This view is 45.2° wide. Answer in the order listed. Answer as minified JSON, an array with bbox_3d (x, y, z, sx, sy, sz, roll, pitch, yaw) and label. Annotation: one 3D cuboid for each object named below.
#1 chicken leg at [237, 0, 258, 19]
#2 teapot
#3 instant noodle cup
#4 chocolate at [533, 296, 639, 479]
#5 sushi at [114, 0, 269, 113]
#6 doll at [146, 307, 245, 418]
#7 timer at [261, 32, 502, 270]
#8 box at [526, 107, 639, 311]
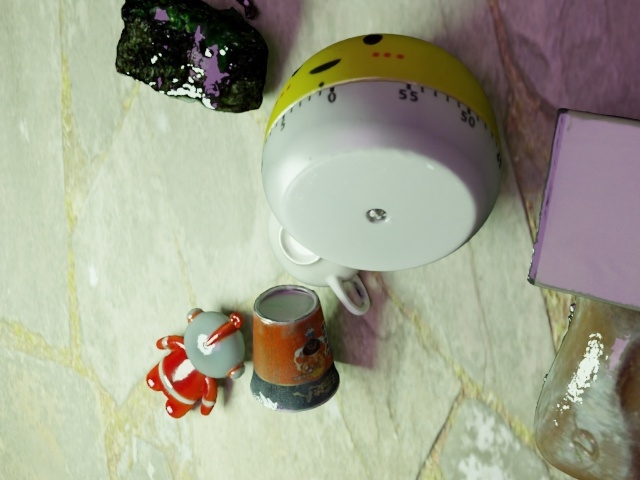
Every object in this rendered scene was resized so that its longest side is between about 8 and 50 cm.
[{"bbox_3d":[-0.115,-0.369,1.027,0.062,0.037,0.144,1,101,14],"label":"chicken leg"},{"bbox_3d":[0.000,0.000,1.010,0.145,0.092,0.226,-26,91,32],"label":"teapot"},{"bbox_3d":[-0.038,0.137,1.020,0.127,0.127,0.135,13,123,27],"label":"instant noodle cup"},{"bbox_3d":[0.329,0.171,0.861,0.161,0.083,0.261,18,108,24],"label":"chocolate"},{"bbox_3d":[-0.173,-0.256,1.028,0.225,0.124,0.127,27,115,25],"label":"sushi"},{"bbox_3d":[-0.182,0.178,1.160,0.142,0.076,0.245,50,123,10],"label":"doll"},{"bbox_3d":[0.070,-0.129,0.877,0.285,0.285,0.284,7,104,28],"label":"timer"},{"bbox_3d":[0.358,-0.021,0.753,0.253,0.153,0.188,12,100,27],"label":"box"}]
